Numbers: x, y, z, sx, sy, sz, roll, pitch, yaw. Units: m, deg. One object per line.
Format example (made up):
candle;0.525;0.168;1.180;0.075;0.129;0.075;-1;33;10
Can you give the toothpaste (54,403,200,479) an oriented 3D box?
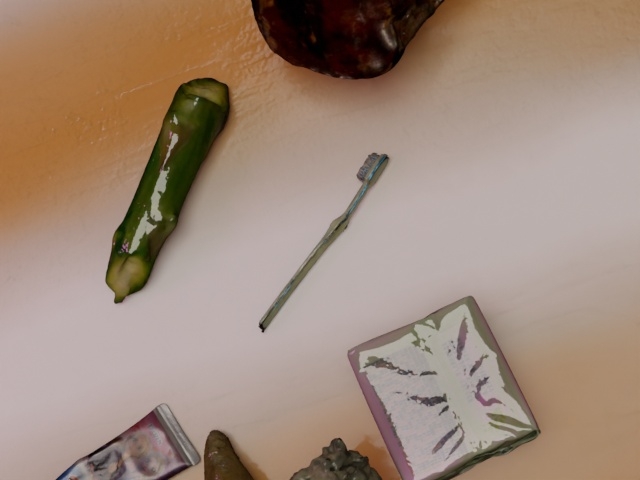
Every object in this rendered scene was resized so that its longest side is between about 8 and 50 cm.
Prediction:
toothpaste;-0.297;0.330;1.804;0.266;0.061;0.096;-33;78;-4

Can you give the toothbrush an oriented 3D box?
toothbrush;0.004;0.003;1.815;0.028;0.026;0.294;32;87;30

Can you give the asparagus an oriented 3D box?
asparagus;-0.215;-0.073;1.831;0.082;0.085;0.343;26;84;-13

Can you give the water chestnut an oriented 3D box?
water chestnut;0.041;-0.353;1.753;0.244;0.289;0.289;22;85;-24

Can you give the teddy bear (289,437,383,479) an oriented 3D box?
teddy bear;-0.021;0.425;1.614;0.224;0.357;0.368;32;93;38

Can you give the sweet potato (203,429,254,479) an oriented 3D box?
sweet potato;-0.125;0.408;1.744;0.124;0.098;0.310;8;80;17

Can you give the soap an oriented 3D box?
soap;0.157;0.198;1.707;0.182;0.138;0.199;-26;79;3
